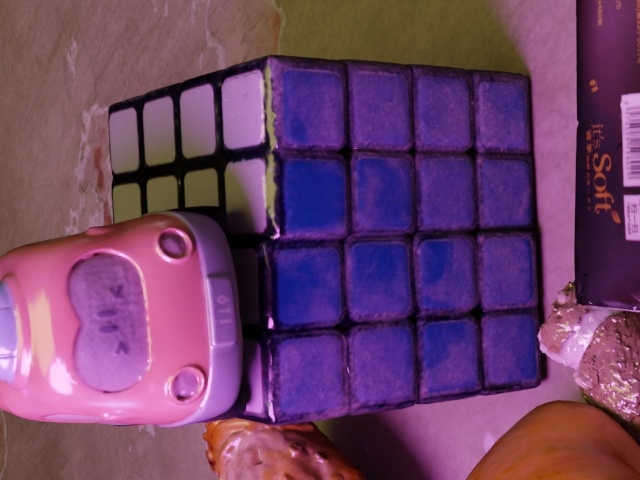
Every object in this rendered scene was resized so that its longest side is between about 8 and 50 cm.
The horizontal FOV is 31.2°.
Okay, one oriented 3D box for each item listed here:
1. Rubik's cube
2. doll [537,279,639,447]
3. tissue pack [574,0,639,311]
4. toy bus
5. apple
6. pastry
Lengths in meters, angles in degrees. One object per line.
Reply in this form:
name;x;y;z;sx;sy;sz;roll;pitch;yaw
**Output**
Rubik's cube;0.000;0.000;1.220;0.343;0.344;0.337;-4;88;55
doll;0.275;0.124;1.016;0.115;0.105;0.221;-39;49;21
tissue pack;0.316;-0.118;0.867;0.210;0.198;0.370;6;96;54
toy bus;-0.206;0.075;1.026;0.287;0.232;0.194;-13;79;57
apple;0.208;0.317;0.994;0.252;0.314;0.309;-16;110;17
pastry;-0.023;0.310;1.340;0.162;0.255;0.311;-43;48;-5
